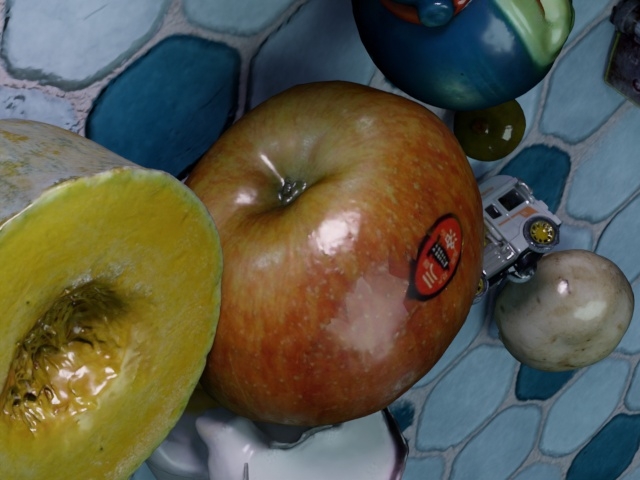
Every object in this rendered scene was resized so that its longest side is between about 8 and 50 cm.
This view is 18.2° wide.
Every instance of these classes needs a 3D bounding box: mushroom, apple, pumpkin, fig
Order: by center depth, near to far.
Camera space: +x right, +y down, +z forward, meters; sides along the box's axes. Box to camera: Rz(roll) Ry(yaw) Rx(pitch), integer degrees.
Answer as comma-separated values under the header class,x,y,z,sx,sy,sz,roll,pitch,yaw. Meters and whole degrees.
class,x,y,z,sx,sy,sz,roll,pitch,yaw
pumpkin,-0.258,0.057,1.559,0.332,0.199,0.332,-35,141,-34
apple,0.000,0.000,1.728,0.309,0.277,0.250,-68,162,-48
fig,0.172,-0.117,2.008,0.074,0.074,0.088,-62,165,19
mushroom,0.276,0.077,2.292,0.166,0.127,0.166,-13,138,-12

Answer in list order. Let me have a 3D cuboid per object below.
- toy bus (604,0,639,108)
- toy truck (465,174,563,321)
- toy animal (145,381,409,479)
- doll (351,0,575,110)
class,x,y,z,sx,sy,sz,roll,pitch,yaw
toy bus,0.401,-0.277,2.092,0.139,0.113,0.302,-22,141,-38
toy truck,0.137,0.020,2.066,0.227,0.114,0.098,-33,166,-24
toy animal,-0.058,0.200,1.882,0.247,0.310,0.183,46,70,-20
doll,0.106,-0.226,1.693,0.186,0.199,0.322,-24,147,16
